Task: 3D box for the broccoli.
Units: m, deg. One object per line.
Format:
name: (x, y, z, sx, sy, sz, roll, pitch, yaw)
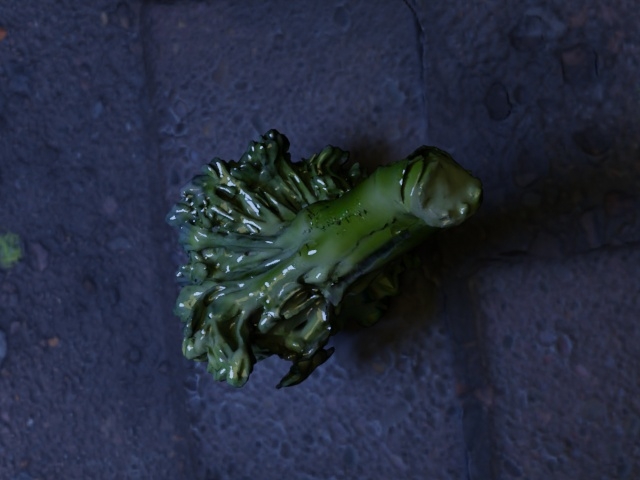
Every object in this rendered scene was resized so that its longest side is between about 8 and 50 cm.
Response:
broccoli: (-0.017, 0.010, 1.004, 0.198, 0.275, 0.177, -33, 94, -15)
